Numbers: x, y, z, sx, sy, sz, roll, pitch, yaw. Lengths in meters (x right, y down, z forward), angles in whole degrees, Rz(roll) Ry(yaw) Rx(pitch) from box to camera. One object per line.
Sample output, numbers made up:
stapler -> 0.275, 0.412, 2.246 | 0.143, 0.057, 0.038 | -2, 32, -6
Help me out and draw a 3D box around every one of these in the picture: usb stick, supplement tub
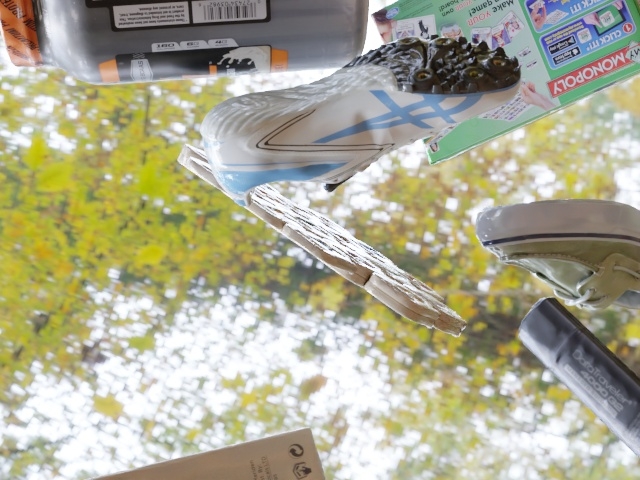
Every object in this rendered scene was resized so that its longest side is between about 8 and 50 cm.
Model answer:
usb stick -> 0.354, 0.176, 1.621 | 0.045, 0.278, 0.077 | 15, -65, -46
supplement tub -> -0.122, -0.240, 1.143 | 0.316, 0.193, 0.194 | -4, -76, -4

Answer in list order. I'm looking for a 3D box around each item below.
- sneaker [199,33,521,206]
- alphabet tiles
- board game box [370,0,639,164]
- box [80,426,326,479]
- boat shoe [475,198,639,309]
sneaker -> 0.032, -0.086, 0.932 | 0.085, 0.237, 0.086 | -87, -21, -53
alphabet tiles -> 0.000, 0.000, 1.165 | 0.021, 0.284, 0.278 | -58, -26, 5
board game box -> 0.239, -0.251, 1.587 | 0.046, 0.317, 0.214 | -16, -96, -63
box -> -0.146, 0.273, 1.123 | 0.311, 0.148, 0.121 | -11, -115, -11
boat shoe -> 0.257, 0.017, 1.195 | 0.302, 0.109, 0.094 | 6, -99, -44
